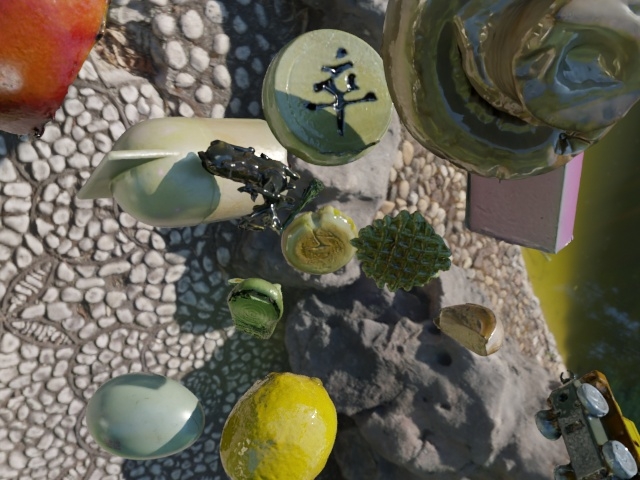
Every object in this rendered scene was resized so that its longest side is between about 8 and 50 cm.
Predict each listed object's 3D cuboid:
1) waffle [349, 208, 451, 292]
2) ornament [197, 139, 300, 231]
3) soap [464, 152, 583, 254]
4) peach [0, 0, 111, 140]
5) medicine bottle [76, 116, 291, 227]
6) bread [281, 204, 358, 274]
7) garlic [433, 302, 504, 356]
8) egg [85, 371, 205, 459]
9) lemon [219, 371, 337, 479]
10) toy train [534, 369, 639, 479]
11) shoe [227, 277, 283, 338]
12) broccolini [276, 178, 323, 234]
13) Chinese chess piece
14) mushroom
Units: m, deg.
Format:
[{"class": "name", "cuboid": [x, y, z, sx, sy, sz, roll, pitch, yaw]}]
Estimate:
[{"class": "waffle", "cuboid": [0.154, 0.026, 0.997, 0.169, 0.036, 0.183, -29, 117, 24]}, {"class": "ornament", "cuboid": [-0.136, -0.099, 0.922, 0.202, 0.236, 0.080, 18, 117, -11]}, {"class": "soap", "cuboid": [0.346, -0.124, 0.893, 0.081, 0.181, 0.259, -27, 122, -38]}, {"class": "peach", "cuboid": [-0.455, -0.334, 0.741, 0.362, 0.257, 0.201, -41, 147, 26]}, {"class": "medicine bottle", "cuboid": [-0.292, -0.148, 1.126, 0.406, 0.236, 0.235, -10, 118, -41]}, {"class": "bread", "cuboid": [0.000, 0.000, 1.422, 0.213, 0.105, 0.213, -2, 117, -3]}, {"class": "garlic", "cuboid": [0.346, 0.192, 1.169, 0.101, 0.195, 0.087, -12, 110, -21]}, {"class": "egg", "cuboid": [-0.383, 0.386, 1.141, 0.264, 0.183, 0.183, 5, 115, 8]}, {"class": "lemon", "cuboid": [-0.090, 0.411, 1.094, 0.233, 0.233, 0.288, 35, 88, -37]}, {"class": "toy train", "cuboid": [0.354, 0.263, 0.645, 0.127, 0.219, 0.089, 28, 125, -19]}, {"class": "shoe", "cuboid": [-0.163, 0.154, 1.274, 0.140, 0.128, 0.262, 5, 145, -5]}, {"class": "broccolini", "cuboid": [-0.047, -0.071, 1.057, 0.140, 0.035, 0.030, -49, 161, -10]}, {"class": "Chinese chess piece", "cuboid": [0.012, -0.199, 0.730, 0.188, 0.083, 0.188, 0, 89, -16]}, {"class": "mushroom", "cuboid": [0.201, -0.175, 0.508, 0.292, 0.290, 0.292, 4, 124, 6]}]
